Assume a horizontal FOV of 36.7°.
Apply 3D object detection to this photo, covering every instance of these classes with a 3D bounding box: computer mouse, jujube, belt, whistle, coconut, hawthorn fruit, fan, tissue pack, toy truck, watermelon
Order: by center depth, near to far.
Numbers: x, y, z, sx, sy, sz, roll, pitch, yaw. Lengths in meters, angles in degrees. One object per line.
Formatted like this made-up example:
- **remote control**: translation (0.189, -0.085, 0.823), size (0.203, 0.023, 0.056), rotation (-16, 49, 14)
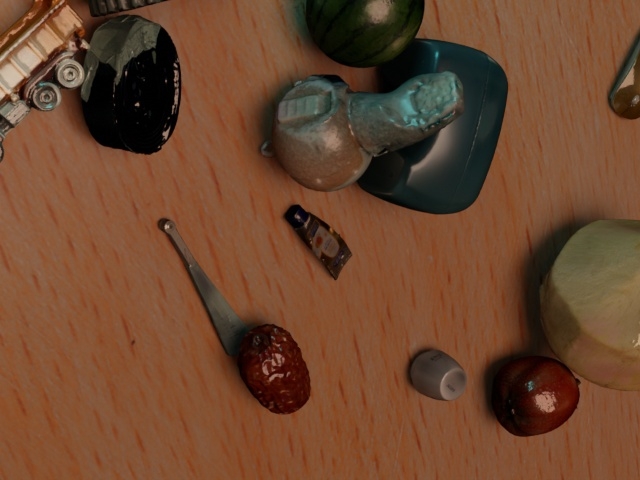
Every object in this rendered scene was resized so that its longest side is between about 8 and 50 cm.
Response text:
- **toy truck**: translation (-0.433, -0.216, 1.315), size (0.270, 0.114, 0.135), rotation (-48, 121, -13)
- **belt**: translation (-0.275, -0.226, 1.397), size (0.151, 0.078, 0.198), rotation (-17, 116, -56)
- **watermelon**: translation (0.078, -0.377, 1.523), size (0.188, 0.188, 0.214), rotation (34, 108, -32)
- **whistle**: translation (0.067, -0.176, 1.532), size (0.189, 0.348, 0.189), rotation (-13, 90, -69)
- **fan**: translation (-0.186, 0.076, 1.591), size (0.057, 0.023, 0.282), rotation (-34, 119, -17)
- **jujube**: translation (-0.077, 0.221, 1.636), size (0.112, 0.109, 0.176), rotation (-41, 135, -19)
- **tissue pack**: translation (0.201, -0.189, 1.641), size (0.206, 0.198, 0.287), rotation (11, 95, -30)
- **coconut**: translation (0.602, 0.120, 1.890), size (0.353, 0.353, 0.352), rotation (-8, 107, -29)
- **hawthorn fruit**: translation (0.438, 0.307, 1.939), size (0.188, 0.169, 0.168), rotation (-17, 111, -31)
- **computer mouse**: translation (0.659, -0.342, 1.962), size (0.102, 0.045, 0.199), rotation (30, 86, -30)

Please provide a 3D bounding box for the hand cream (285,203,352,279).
- **hand cream**: translation (0.000, 0.000, 1.670), size (0.163, 0.039, 0.062), rotation (46, 62, -33)

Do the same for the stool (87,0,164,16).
- **stool**: translation (-0.209, -0.492, 1.278), size (0.297, 0.297, 0.329), rotation (-22, 110, -24)

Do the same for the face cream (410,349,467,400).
- **face cream**: translation (0.224, 0.257, 1.832), size (0.091, 0.095, 0.091), rotation (-8, 106, -29)
